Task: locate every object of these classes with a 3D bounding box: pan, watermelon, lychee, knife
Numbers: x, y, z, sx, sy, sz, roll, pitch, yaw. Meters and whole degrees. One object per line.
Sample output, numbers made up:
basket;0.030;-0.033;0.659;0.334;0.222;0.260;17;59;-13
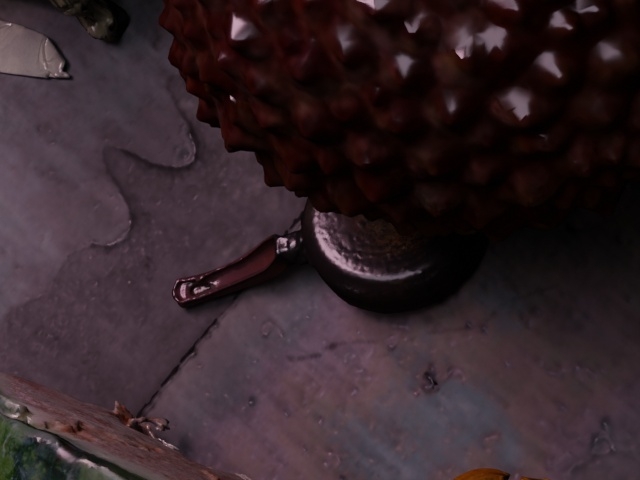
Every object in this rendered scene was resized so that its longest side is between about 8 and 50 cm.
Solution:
pan;-0.002;-0.001;1.038;0.212;0.040;0.114;-16;60;19
watermelon;-0.088;0.177;0.934;0.305;0.224;0.180;19;43;41
lychee;0.072;-0.142;0.900;0.330;0.306;0.306;34;88;29
knife;-0.295;-0.158;1.250;0.298;0.017;0.047;17;82;26

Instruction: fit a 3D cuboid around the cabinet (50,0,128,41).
cabinet;-0.272;-0.314;1.123;0.290;0.318;0.227;19;79;29

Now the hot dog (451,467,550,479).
hot dog;0.078;0.234;0.897;0.092;0.062;0.235;13;73;18
